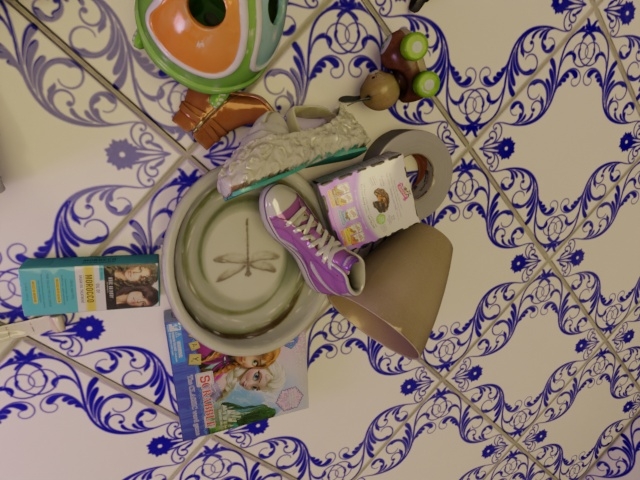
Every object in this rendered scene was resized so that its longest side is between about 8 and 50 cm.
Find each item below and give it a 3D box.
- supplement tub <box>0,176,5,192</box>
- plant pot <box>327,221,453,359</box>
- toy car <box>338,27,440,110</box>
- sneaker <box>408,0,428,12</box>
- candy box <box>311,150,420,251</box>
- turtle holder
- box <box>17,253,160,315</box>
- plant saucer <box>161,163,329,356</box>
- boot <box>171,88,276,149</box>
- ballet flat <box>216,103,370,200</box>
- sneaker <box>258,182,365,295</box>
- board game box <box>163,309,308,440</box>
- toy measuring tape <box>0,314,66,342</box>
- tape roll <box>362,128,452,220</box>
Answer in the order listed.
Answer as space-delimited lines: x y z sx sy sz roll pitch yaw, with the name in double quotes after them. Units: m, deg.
-0.632 -0.174 0.628 0.191 0.191 0.273 -21 112 -14 "supplement tub"
0.199 0.099 1.022 0.256 0.256 0.274 47 71 -26 "plant pot"
0.128 -0.341 0.898 0.188 0.155 0.149 -26 115 2 "toy car"
0.267 -0.564 0.924 0.089 0.051 0.170 23 94 -21 "sneaker"
0.101 -0.084 0.925 0.196 0.070 0.165 -21 110 -8 "candy box"
-0.145 -0.405 0.699 0.320 0.227 0.243 -41 99 -29 "turtle holder"
-0.454 0.087 0.852 0.243 0.060 0.101 -2 107 -20 "box"
-0.147 0.033 0.891 0.400 0.100 0.402 -4 96 -39 "plant saucer"
-0.182 -0.240 0.850 0.197 0.073 0.152 37 93 -19 "boot"
-0.056 -0.187 0.815 0.408 0.146 0.147 -29 120 -48 "ballet flat"
0.001 0.000 0.844 0.102 0.161 0.282 -48 119 -25 "sneaker"
-0.189 0.294 1.015 0.317 0.066 0.319 -9 110 -18 "board game box"
-0.667 0.207 0.780 0.329 0.121 0.122 -10 110 -18 "toy measuring tape"
0.207 -0.157 1.019 0.218 0.072 0.220 -7 109 -20 "tape roll"
